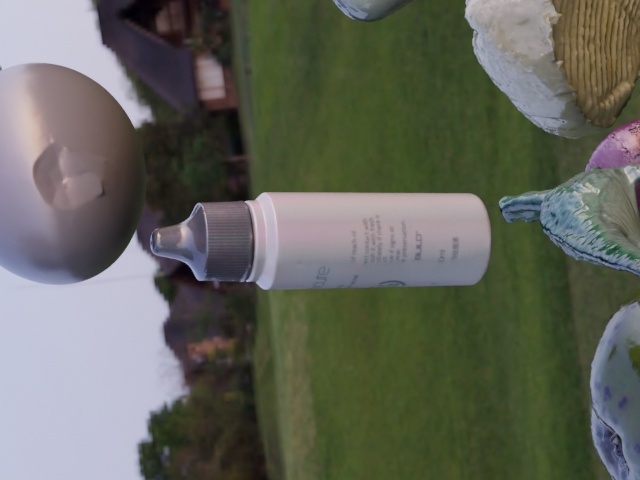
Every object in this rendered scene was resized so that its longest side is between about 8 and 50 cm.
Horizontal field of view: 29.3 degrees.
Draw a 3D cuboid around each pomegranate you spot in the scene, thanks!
[{"bbox_3d":[0.443,0.156,1.229,0.285,0.340,0.285,159,90,-78],"label":"pomegranate"}]

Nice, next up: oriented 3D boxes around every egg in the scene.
[{"bbox_3d":[-0.244,-0.058,1.093,0.232,0.176,0.176,-116,14,-48],"label":"egg"}]

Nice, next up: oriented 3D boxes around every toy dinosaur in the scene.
[{"bbox_3d":[0.230,-0.013,0.840,0.383,0.129,0.076,-139,28,-80],"label":"toy dinosaur"}]

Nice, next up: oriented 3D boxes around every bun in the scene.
[{"bbox_3d":[0.247,-0.245,1.327,0.259,0.152,0.259,-6,-82,-49],"label":"bun"}]

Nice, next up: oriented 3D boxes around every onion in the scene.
[{"bbox_3d":[0.300,-0.062,1.136,0.104,0.115,0.115,-120,21,-67],"label":"onion"}]

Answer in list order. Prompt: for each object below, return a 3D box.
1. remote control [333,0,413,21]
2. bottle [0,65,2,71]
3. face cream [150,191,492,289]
[{"bbox_3d":[0.131,-0.256,0.819,0.090,0.309,0.038,56,177,-4],"label":"remote control"},{"bbox_3d":[-0.429,-0.162,1.638,0.236,0.147,0.148,29,132,54],"label":"bottle"},{"bbox_3d":[0.000,0.000,1.118,0.092,0.311,0.092,180,90,-71],"label":"face cream"}]
